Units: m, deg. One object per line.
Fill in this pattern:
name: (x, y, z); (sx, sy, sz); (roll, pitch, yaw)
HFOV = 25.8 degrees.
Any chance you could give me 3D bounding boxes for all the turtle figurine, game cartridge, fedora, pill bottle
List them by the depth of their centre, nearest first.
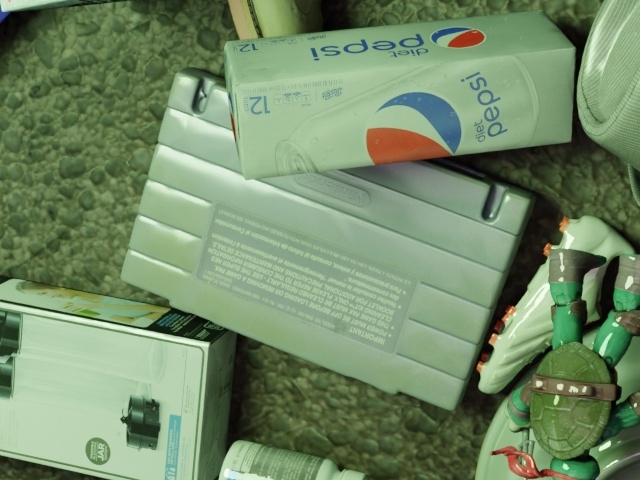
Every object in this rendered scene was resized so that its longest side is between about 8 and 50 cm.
fedora: (0.295, -0.155, 1.091); (0.124, 0.243, 0.275); (24, 122, -17)
turtle figurine: (0.229, 0.127, 1.174); (0.175, 0.118, 0.234); (7, 87, 28)
game cartridge: (0.000, 0.000, 1.324); (0.355, 0.068, 0.230); (21, 112, 11)
pill bottle: (-0.026, 0.248, 1.377); (0.137, 0.078, 0.078); (10, 105, 14)

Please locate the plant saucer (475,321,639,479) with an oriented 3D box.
plant saucer: (0.331, 0.266, 1.266); (0.401, 0.100, 0.400); (4, 104, 15)

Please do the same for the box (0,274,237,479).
box: (-0.238, 0.143, 1.410); (0.290, 0.087, 0.169); (11, 105, 14)

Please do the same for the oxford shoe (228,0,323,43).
oxford shoe: (-0.011, -0.312, 1.213); (0.147, 0.140, 0.396); (-1, 105, 9)

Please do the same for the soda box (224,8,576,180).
soda box: (0.066, -0.126, 1.188); (0.286, 0.098, 0.091); (-7, 121, -7)

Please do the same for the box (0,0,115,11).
box: (-0.175, -0.288, 1.205); (0.142, 0.247, 0.163); (-6, 100, 19)

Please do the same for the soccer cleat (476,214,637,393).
soccer cleat: (0.211, 0.068, 1.274); (0.076, 0.068, 0.196); (32, 106, 4)

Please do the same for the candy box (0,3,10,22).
candy box: (-0.434, -0.263, 1.281); (0.317, 0.268, 0.122); (-39, 46, 22)
